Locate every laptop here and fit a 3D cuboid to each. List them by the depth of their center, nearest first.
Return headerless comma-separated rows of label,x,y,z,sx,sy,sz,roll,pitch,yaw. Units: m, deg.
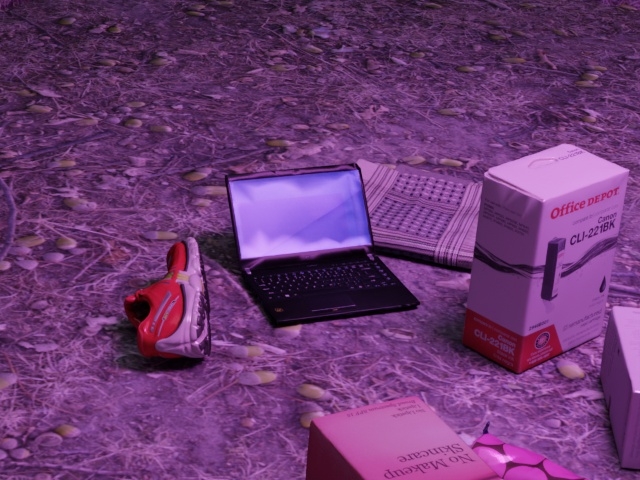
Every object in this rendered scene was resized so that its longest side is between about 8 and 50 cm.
laptop,0.000,0.000,2.099,0.234,0.136,0.264,-7,27,-20

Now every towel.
towel,0.173,-0.055,2.336,0.312,0.056,0.324,12,26,16

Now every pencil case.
pencil case,0.265,0.292,1.578,0.209,0.095,0.098,22,14,29

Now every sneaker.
sneaker,-0.221,0.078,1.948,0.118,0.107,0.279,-7,23,-2

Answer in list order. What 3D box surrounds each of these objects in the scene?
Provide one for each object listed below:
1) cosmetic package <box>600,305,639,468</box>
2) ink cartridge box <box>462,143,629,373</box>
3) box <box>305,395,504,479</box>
cosmetic package,0.423,0.190,1.782,0.085,0.117,0.231,5,24,4
ink cartridge box,0.317,0.022,1.936,0.197,0.273,0.114,-19,33,-39
box,0.099,0.291,1.506,0.148,0.127,0.232,-9,28,-26
